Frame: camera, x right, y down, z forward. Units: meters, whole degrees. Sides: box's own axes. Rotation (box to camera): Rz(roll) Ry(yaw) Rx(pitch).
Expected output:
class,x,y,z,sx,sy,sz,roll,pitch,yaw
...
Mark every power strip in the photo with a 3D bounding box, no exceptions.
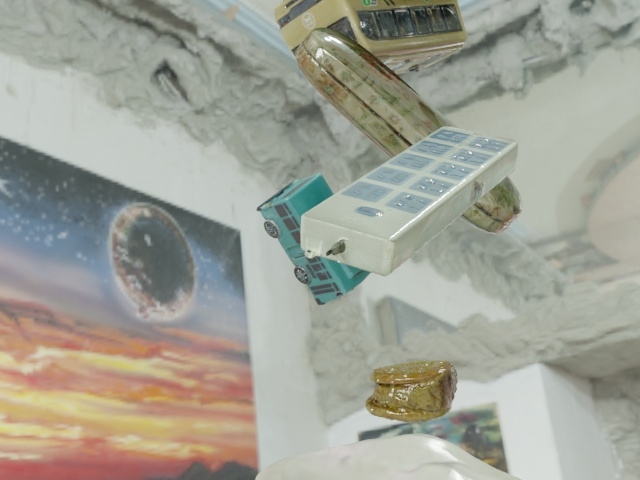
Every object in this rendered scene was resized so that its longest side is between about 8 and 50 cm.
class,x,y,z,sx,sy,sz,roll,pitch,yaw
power strip,0.105,-0.053,0.933,0.106,0.043,0.367,16,30,28

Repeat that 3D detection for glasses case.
class,x,y,z,sx,sy,sz,roll,pitch,yaw
glasses case,0.137,-0.171,1.321,0.098,0.425,0.156,-49,-3,21

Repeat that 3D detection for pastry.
class,x,y,z,sx,sy,sz,roll,pitch,yaw
pastry,0.102,0.165,0.956,0.109,0.057,0.097,-4,4,-16

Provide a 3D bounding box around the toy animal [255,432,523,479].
class,x,y,z,sx,sy,sz,roll,pitch,yaw
toy animal,0.100,0.246,0.489,0.188,0.266,0.308,3,-4,-45

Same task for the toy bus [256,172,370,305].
class,x,y,z,sx,sy,sz,roll,pitch,yaw
toy bus,0.000,0.000,1.123,0.079,0.160,0.092,-39,14,-34

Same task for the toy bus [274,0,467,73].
class,x,y,z,sx,sy,sz,roll,pitch,yaw
toy bus,0.101,-0.393,1.553,0.177,0.202,0.365,-21,-1,44
